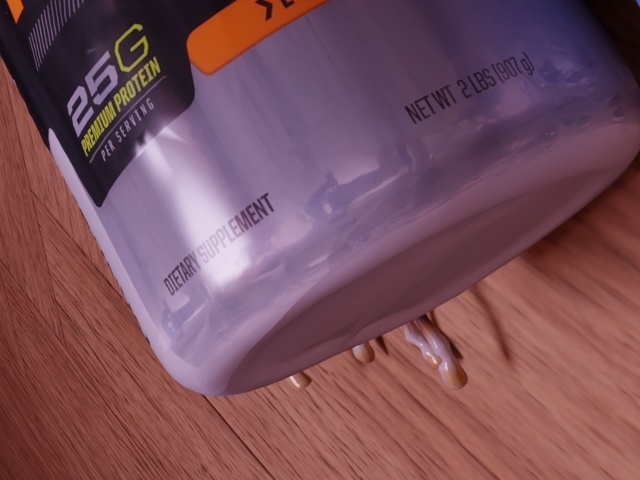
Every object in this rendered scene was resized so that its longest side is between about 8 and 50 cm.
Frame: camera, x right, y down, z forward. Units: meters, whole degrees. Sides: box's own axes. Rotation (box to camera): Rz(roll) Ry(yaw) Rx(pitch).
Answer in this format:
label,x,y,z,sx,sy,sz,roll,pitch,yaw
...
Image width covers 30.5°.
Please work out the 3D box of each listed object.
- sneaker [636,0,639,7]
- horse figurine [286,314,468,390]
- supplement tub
label,x,y,z,sx,sy,sz,roll,pitch,yaw
sneaker,0.104,-0.104,0.368,0.209,0.069,0.082,44,142,38
horse figurine,0.000,0.000,0.671,0.263,0.066,0.174,-12,106,62
supplement tub,-0.040,-0.128,0.474,0.338,0.207,0.207,60,154,13
